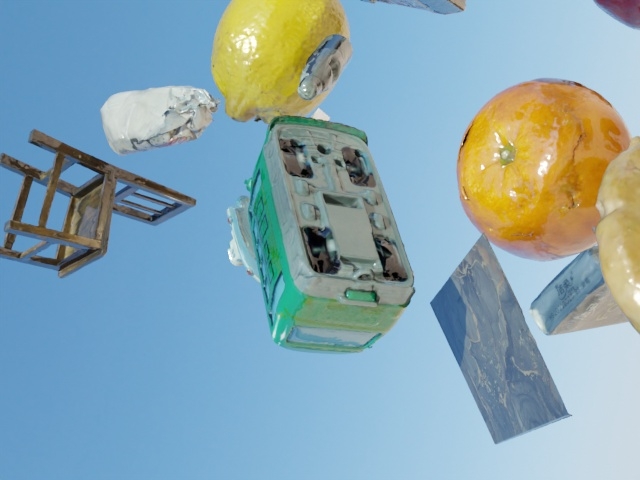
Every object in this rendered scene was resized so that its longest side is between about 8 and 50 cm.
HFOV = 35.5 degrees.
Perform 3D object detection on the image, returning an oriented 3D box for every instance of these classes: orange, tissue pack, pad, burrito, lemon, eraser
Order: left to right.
[{"bbox_3d":[-0.326,-0.244,2.010,0.101,0.445,0.139,23,-101,-35],"label":"burrito"},{"bbox_3d":[-0.076,-0.348,1.832,0.320,0.245,0.245,-60,-26,-12],"label":"lemon"},{"bbox_3d":[-0.017,-0.257,2.260,0.083,0.038,0.019,-52,8,-17],"label":"eraser"},{"bbox_3d":[0.236,0.152,1.390,0.367,0.007,0.248,107,140,-72],"label":"pad"},{"bbox_3d":[0.350,-0.111,1.553,0.226,0.284,0.284,9,-87,-47],"label":"orange"},{"bbox_3d":[0.634,0.097,2.156,0.315,0.103,0.228,-5,-36,-33],"label":"tissue pack"}]

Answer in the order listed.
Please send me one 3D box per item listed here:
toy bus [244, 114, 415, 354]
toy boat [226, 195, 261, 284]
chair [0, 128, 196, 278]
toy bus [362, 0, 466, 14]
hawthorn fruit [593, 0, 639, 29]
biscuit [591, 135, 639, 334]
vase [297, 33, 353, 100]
[{"bbox_3d":[0.000,0.000,1.468,0.344,0.183,0.199,-103,30,-42],"label":"toy bus"},{"bbox_3d":[-0.151,0.014,2.194,0.088,0.102,0.215,-12,-109,-35],"label":"toy boat"},{"bbox_3d":[-0.509,-0.036,2.209,0.416,0.203,0.241,24,-122,-34],"label":"chair"},{"bbox_3d":[0.135,-0.478,1.325,0.162,0.194,0.324,6,-78,-60],"label":"toy bus"},{"bbox_3d":[0.683,-0.554,2.014,0.311,0.295,0.295,-43,-41,-65],"label":"hawthorn fruit"},{"bbox_3d":[0.542,0.030,1.209,0.429,0.446,0.104,-38,-11,-30],"label":"biscuit"},{"bbox_3d":[0.003,-0.272,1.596,0.211,0.059,0.060,-62,-25,-59],"label":"vase"}]
